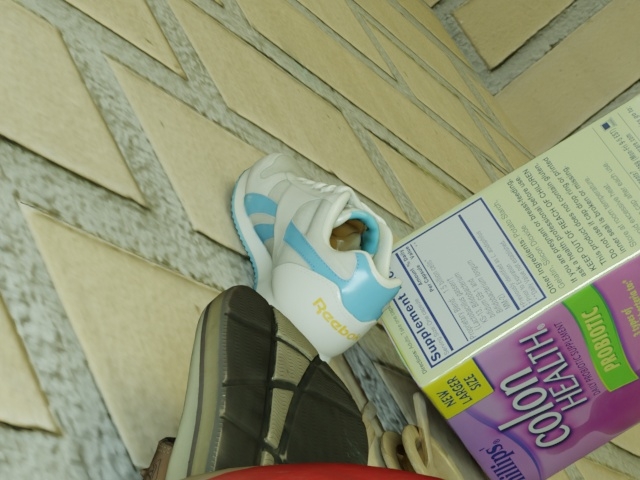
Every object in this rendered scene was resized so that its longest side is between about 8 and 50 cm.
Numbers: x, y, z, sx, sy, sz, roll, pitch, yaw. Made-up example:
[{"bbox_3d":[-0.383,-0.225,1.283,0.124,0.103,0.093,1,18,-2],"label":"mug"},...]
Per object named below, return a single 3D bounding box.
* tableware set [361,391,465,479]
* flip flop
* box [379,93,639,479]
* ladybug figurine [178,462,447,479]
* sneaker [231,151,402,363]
[{"bbox_3d":[0.069,0.166,0.939,0.128,0.039,0.194,50,15,-4],"label":"tableware set"},{"bbox_3d":[-0.042,0.125,0.650,0.112,0.080,0.277,45,31,-29],"label":"flip flop"},{"bbox_3d":[0.185,0.049,1.086,0.213,0.243,0.117,54,7,-51],"label":"box"},{"bbox_3d":[0.075,0.220,0.494,0.449,0.162,0.305,38,33,-41],"label":"ladybug figurine"},{"bbox_3d":[0.000,0.000,1.028,0.087,0.092,0.228,41,16,-30],"label":"sneaker"}]
